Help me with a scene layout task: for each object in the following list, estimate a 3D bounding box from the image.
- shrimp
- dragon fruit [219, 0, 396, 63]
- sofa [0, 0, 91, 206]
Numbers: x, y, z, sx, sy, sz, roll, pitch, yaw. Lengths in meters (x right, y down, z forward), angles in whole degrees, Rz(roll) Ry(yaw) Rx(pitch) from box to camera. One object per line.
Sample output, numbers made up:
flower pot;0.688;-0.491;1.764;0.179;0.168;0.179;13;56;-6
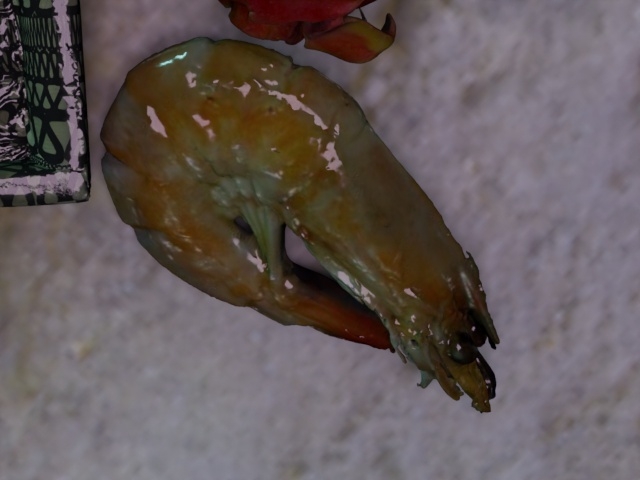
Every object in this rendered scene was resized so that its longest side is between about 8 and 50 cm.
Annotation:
shrimp;0.000;0.000;0.568;0.190;0.042;0.101;42;117;-16
dragon fruit;-0.006;-0.130;0.482;0.136;0.133;0.166;39;139;19
sofa;-0.113;-0.072;0.532;0.060;0.039;0.118;-3;105;-5
